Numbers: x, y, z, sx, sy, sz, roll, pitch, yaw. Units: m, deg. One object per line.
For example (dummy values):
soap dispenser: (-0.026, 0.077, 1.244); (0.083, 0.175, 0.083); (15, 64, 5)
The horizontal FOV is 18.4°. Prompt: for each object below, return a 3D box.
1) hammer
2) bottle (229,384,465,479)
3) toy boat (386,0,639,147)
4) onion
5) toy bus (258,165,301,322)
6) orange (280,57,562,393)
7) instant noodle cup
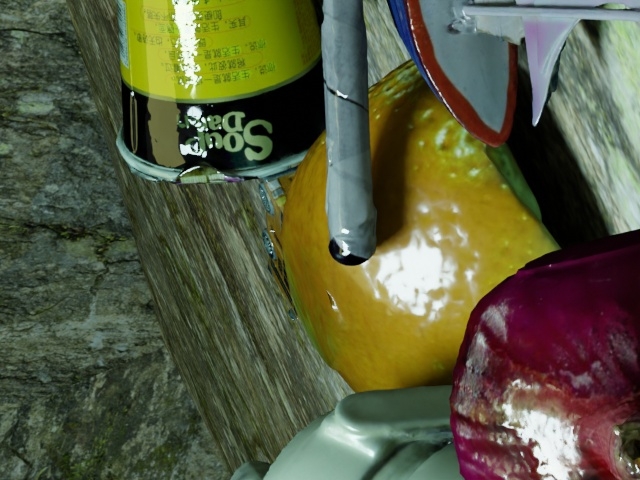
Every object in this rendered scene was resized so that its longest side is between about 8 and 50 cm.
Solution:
hammer: (0.013, -0.197, 1.237); (0.152, 0.044, 0.426); (-145, 52, -78)
bottle: (0.107, 0.214, 1.227); (0.352, 0.229, 0.229); (26, 145, 34)
toy boat: (0.102, -0.179, 1.119); (0.318, 0.072, 0.219); (135, 116, -71)
onion: (0.151, 0.072, 0.977); (0.218, 0.195, 0.139); (-32, -76, -78)
toy bus: (0.000, 0.000, 1.907); (0.182, 0.091, 0.103); (89, 156, -59)
orange: (0.085, 0.021, 1.380); (0.262, 0.196, 0.334); (53, 161, 3)
instant noodle cup: (-0.092, -0.193, 1.720); (0.215, 0.216, 0.236); (-130, 27, -57)
